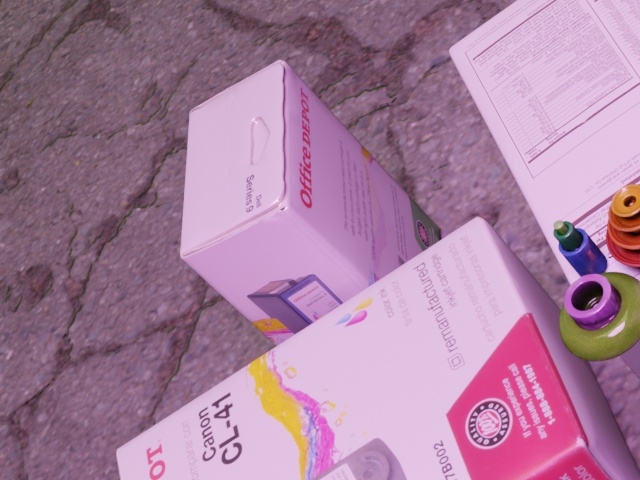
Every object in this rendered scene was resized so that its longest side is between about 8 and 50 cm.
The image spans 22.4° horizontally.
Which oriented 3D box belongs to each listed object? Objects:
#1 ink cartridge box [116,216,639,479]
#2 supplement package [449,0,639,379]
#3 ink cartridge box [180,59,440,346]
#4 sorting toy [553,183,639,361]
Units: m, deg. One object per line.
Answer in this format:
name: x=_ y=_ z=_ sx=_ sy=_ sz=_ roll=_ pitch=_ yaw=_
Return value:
ink cartridge box: x=0.035 y=0.162 z=1.031 sx=0.306 sy=0.131 sz=0.226 roll=-33 pitch=39 yaw=11
supplement package: x=0.239 y=-0.042 z=0.982 sx=0.198 sy=0.199 sz=0.263 roll=-35 pitch=39 yaw=12
ink cartridge box: x=0.000 y=0.000 z=1.147 sx=0.093 sy=0.212 sz=0.154 roll=-26 pitch=41 yaw=22
sorting toy: x=0.147 y=0.008 z=0.828 sx=0.061 sy=0.042 sz=0.102 roll=19 pitch=72 yaw=47
